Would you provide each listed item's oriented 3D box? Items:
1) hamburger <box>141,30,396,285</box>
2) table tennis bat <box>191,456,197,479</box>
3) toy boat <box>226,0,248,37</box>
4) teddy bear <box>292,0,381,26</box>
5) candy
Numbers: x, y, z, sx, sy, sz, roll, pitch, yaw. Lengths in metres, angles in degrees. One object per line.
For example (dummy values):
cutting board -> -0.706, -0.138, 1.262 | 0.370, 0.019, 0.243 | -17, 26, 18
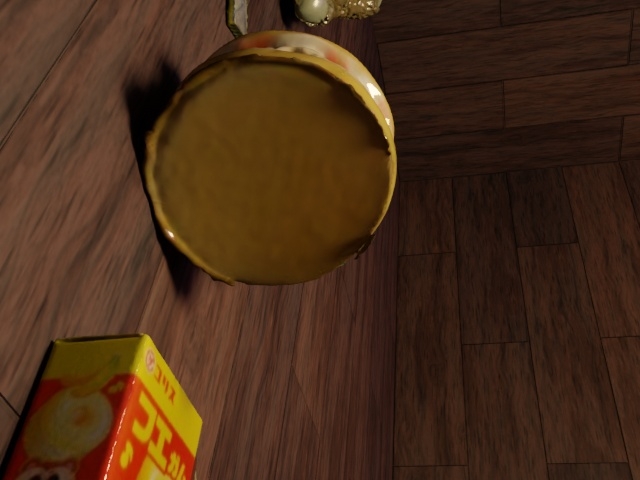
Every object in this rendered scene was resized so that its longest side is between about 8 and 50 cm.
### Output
hamburger -> -0.050, -0.081, 0.838 | 0.186, 0.261, 0.302 | -78, 178, -66
table tennis bat -> -0.146, 0.272, 0.771 | 0.220, 0.019, 0.130 | 63, 24, -58
toy boat -> -0.127, -0.367, 1.120 | 0.063, 0.016, 0.115 | 44, 44, -73
teddy bear -> 0.002, -0.568, 1.488 | 0.267, 0.156, 0.256 | -25, 118, -46
candy -> -0.166, 0.216, 0.528 | 0.146, 0.088, 0.276 | 71, 19, -46
